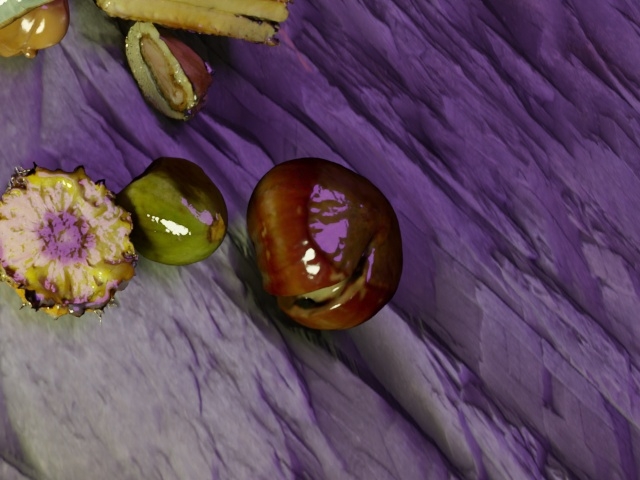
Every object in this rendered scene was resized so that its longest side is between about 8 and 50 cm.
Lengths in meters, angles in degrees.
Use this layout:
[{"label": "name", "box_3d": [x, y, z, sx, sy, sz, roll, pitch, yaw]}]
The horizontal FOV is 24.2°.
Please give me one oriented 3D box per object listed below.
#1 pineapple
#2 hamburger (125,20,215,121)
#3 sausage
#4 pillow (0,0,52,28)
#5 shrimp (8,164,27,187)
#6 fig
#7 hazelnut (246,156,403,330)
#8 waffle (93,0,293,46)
[{"label": "pineapple", "box_3d": [-0.337, 0.007, 1.915, 0.225, 0.076, 0.225, 11, 65, -25]}, {"label": "hamburger", "box_3d": [-0.212, -0.242, 2.207, 0.176, 0.087, 0.102, 52, 24, 20]}, {"label": "sausage", "box_3d": [-0.423, -0.363, 2.075, 0.120, 0.136, 0.241, 1, 59, -40]}, {"label": "pillow", "box_3d": [-0.477, -0.381, 1.961, 0.119, 0.310, 0.312, 49, 20, -62]}, {"label": "shrimp", "box_3d": [-0.380, -0.057, 1.973, 0.092, 0.029, 0.038, 45, 51, 5]}, {"label": "fig", "box_3d": [-0.193, -0.035, 2.022, 0.165, 0.154, 0.144, 33, 78, 33]}, {"label": "hazelnut", "box_3d": [0.000, 0.000, 2.099, 0.251, 0.217, 0.217, 58, 39, -21]}, {"label": "waffle", "box_3d": [-0.215, -0.389, 2.236, 0.308, 0.091, 0.213, 5, 29, -35]}]
